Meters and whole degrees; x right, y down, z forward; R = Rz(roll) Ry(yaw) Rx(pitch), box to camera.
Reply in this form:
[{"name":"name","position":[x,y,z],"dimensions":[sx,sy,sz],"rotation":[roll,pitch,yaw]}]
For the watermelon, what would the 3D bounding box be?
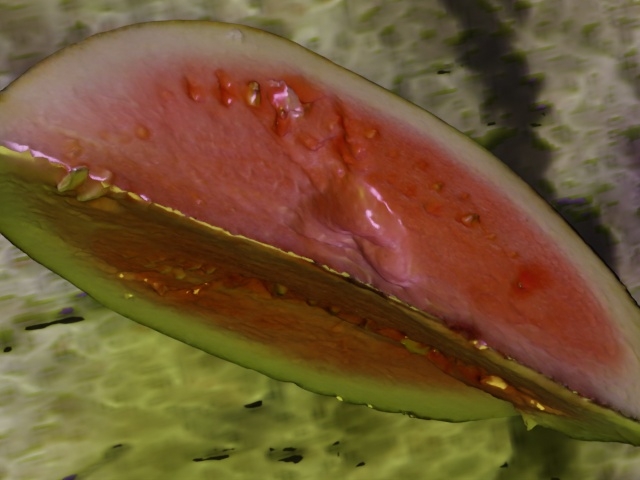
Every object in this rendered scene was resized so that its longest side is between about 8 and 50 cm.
[{"name":"watermelon","position":[-0.013,0.014,0.600],"dimensions":[0.303,0.159,0.128],"rotation":[24,122,-16]}]
